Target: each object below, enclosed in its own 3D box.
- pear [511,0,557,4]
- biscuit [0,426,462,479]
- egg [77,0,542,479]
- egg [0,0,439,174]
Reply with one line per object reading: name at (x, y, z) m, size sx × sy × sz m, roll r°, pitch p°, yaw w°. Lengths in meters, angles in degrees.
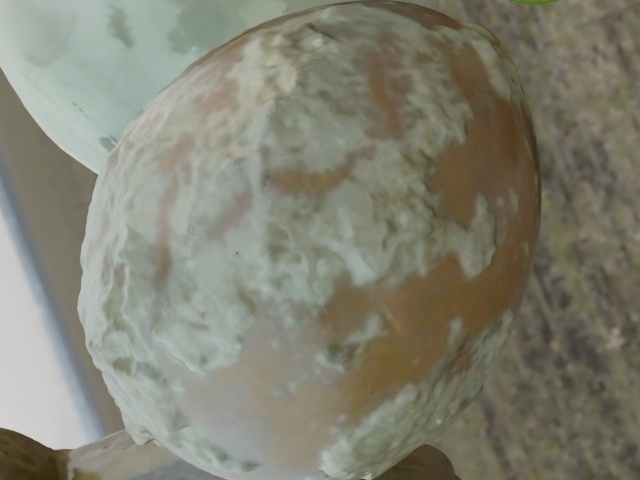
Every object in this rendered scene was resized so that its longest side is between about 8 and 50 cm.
pear at (0.114, -0.267, 1.048) m, size 0.159 × 0.292 × 0.292 m, roll 44°, pitch 156°, yaw 40°
biscuit at (-0.115, 0.199, 1.434) m, size 0.368 × 0.394 × 0.076 m, roll 49°, pitch -154°, yaw -52°
egg at (0.000, 0.000, 0.817) m, size 0.203 × 0.245 × 0.203 m, roll 35°, pitch 169°, yaw 8°
egg at (-0.070, -0.180, 1.301) m, size 0.283 × 0.345 × 0.283 m, roll 157°, pitch 90°, yaw -81°
